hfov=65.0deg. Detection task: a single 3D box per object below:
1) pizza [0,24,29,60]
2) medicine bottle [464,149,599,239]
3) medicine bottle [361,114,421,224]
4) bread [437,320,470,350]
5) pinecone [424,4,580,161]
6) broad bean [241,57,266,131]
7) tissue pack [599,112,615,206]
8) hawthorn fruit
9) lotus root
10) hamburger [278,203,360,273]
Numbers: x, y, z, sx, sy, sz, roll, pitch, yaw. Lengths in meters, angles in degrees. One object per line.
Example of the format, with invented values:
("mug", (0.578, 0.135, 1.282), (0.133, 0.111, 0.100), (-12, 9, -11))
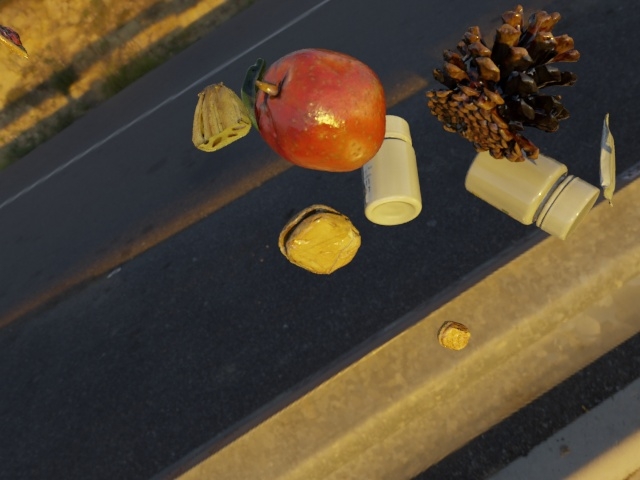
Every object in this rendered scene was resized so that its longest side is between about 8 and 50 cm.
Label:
("pizza", (-0.607, -0.395, 0.953), (0.029, 0.099, 0.100), (-49, 59, 3))
("medicine bottle", (0.635, -0.162, 1.525), (0.340, 0.208, 0.208), (38, 73, 27))
("medicine bottle", (0.253, -0.262, 1.866), (0.211, 0.211, 0.371), (-15, 60, 25))
("bread", (0.399, 0.286, 1.505), (0.083, 0.111, 0.044), (-66, 29, 7))
("pinecone", (0.481, -0.405, 1.274), (0.384, 0.384, 0.384), (-22, 36, 17))
("broad bean", (-0.200, -0.471, 1.712), (0.144, 0.292, 0.049), (-25, 6, -25))
("tissue pack", (0.667, -0.184, 1.166), (0.026, 0.123, 0.193), (-3, 79, 35))
("hawthorn fruit", (-0.010, -0.283, 1.086), (0.275, 0.300, 0.275), (-21, 63, 49))
("lotus root", (-0.231, -0.294, 1.180), (0.143, 0.070, 0.144), (-17, 74, 22))
("hamburger", (-0.001, 0.000, 1.807), (0.259, 0.283, 0.144), (-42, 37, 12))
